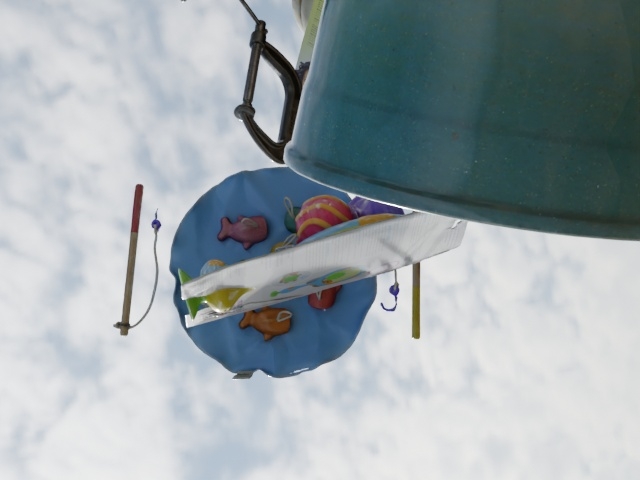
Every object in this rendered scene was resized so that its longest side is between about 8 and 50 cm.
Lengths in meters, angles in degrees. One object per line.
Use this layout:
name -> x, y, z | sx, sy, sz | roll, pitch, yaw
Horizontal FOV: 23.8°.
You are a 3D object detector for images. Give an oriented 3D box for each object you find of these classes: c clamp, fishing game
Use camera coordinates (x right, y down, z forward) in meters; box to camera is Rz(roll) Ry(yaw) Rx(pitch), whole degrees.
c clamp -> -0.062, -0.162, 1.594 | 0.137, 0.022, 0.160 | 41, -139, -44
fishing game -> -0.044, 0.026, 1.289 | 0.041, 0.264, 0.189 | 53, -139, -76

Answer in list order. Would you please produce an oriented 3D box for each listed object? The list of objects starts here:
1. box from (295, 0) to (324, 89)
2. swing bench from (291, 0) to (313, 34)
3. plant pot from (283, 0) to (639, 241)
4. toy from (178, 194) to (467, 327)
box -> 0.025, -0.216, 1.715 | 0.058, 0.087, 0.232 | -51, -16, -42
swing bench -> 0.116, -0.354, 2.177 | 0.253, 0.255, 0.165 | 42, 170, 36
plant pot -> 0.129, -0.153, 0.899 | 0.272, 0.272, 0.255 | -22, -58, -67
toy -> 0.000, 0.000, 1.192 | 0.137, 0.237, 0.056 | 99, 150, -72
